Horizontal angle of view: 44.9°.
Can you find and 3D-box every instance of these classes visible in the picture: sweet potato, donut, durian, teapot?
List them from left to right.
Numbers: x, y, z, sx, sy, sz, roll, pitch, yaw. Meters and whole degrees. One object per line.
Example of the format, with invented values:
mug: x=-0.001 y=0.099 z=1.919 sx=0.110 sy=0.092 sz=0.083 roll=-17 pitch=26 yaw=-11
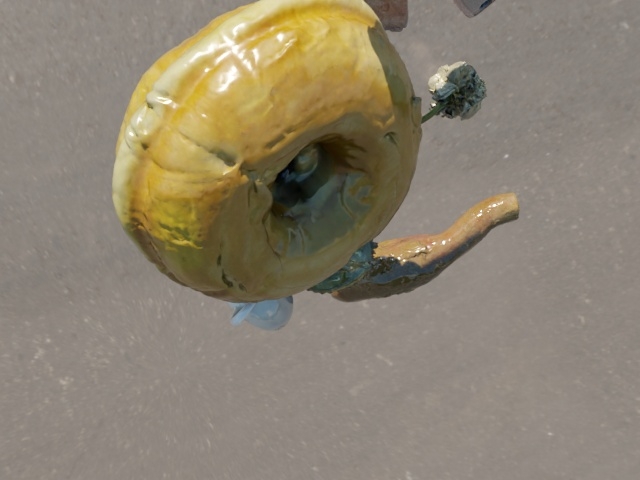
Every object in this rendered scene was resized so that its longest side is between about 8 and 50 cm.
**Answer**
teapot: x=-0.102 y=0.078 z=1.202 sx=0.145 sy=0.226 sz=0.092 roll=41 pitch=99 yaw=-3
donut: x=-0.051 y=-0.103 z=0.987 sx=0.449 sy=0.449 sz=0.198 roll=-34 pitch=55 yaw=-14
durian: x=0.000 y=0.000 z=1.256 sx=0.188 sy=0.091 sz=0.148 roll=27 pitch=113 yaw=-11
sweet potato: x=0.180 y=0.025 z=1.389 sx=0.385 sy=0.109 sz=0.109 roll=-25 pitch=85 yaw=19

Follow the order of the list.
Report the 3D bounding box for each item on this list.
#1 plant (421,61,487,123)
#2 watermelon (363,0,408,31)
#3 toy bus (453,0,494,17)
plant: x=0.222 y=-0.248 z=1.349 sx=0.122 sy=0.116 sz=0.104 roll=-38 pitch=91 yaw=-18
watermelon: x=0.022 y=-0.476 z=1.179 sx=0.283 sy=0.292 sz=0.250 roll=-23 pitch=55 yaw=22
toy bus: x=0.241 y=-0.429 z=0.724 sx=0.427 sy=0.203 sz=0.233 roll=-42 pitch=82 yaw=16
